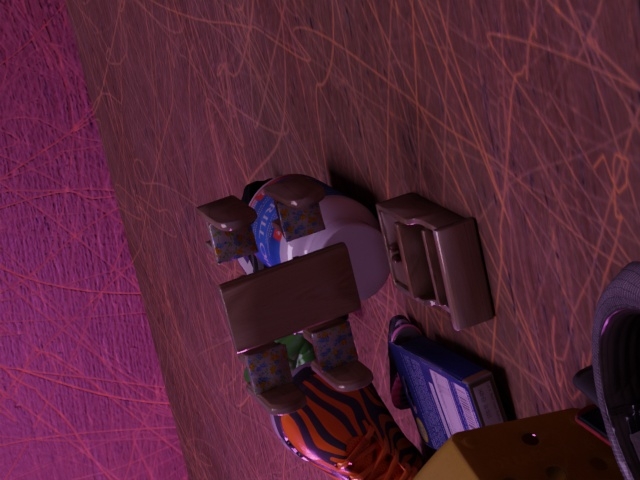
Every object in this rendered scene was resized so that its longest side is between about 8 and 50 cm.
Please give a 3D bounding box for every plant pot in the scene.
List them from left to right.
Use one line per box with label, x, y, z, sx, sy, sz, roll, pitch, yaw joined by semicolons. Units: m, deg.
plant pot;0.188;0.273;1.431;0.212;0.212;0.187;-124;34;-44

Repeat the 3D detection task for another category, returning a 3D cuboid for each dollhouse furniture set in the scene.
dollhouse furniture set;0.025;0.047;1.622;0.161;0.242;0.212;-148;41;-66

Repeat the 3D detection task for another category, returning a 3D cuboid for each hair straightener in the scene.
hair straightener;0.271;0.153;1.268;0.230;0.047;0.089;-134;30;-57

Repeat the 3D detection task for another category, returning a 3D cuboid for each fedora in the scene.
fedora;0.280;0.118;1.055;0.275;0.124;0.243;162;92;-83

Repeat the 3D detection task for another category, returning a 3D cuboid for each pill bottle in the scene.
pill bottle;0.000;0.000;1.874;0.221;0.124;0.124;-150;43;-66

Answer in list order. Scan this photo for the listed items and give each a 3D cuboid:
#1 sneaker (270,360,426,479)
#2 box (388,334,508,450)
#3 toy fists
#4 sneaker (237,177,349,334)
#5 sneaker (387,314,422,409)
sneaker;0.081;0.260;1.832;0.321;0.124;0.180;43;177;-42
box;0.145;0.181;1.733;0.225;0.036;0.136;23;135;68
toy fists;-0.047;0.187;2.300;0.279;0.096;0.142;136;115;-74
sneaker;-0.049;0.016;2.105;0.283;0.107;0.124;-131;33;-53
sneaker;0.096;0.138;1.865;0.057;0.047;0.119;-122;28;-58
